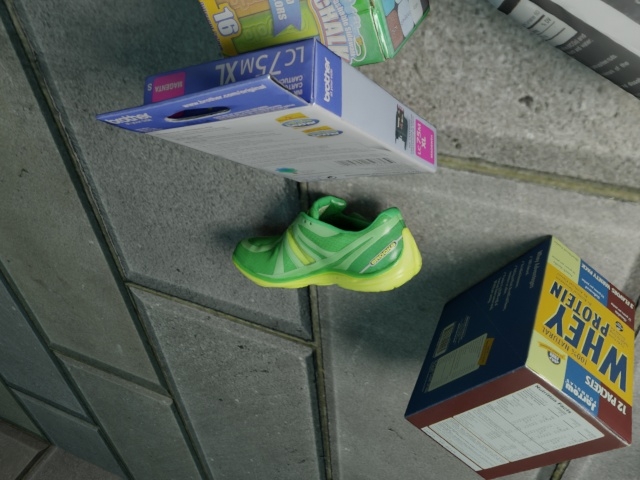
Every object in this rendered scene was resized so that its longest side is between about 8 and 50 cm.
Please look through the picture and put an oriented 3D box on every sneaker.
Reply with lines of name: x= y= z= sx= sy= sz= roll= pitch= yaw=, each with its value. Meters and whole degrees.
sneaker: x=0.000 y=0.000 z=0.752 sx=0.296 sy=0.109 sz=0.123 roll=-2 pitch=104 yaw=35

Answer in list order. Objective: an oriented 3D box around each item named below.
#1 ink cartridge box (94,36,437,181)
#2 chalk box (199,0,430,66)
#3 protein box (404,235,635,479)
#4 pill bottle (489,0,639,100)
ink cartridge box: x=-0.027 y=-0.113 z=0.527 sx=0.186 sy=0.311 sz=0.065 roll=-1 pitch=87 yaw=32
chalk box: x=0.013 y=-0.236 z=0.484 sx=0.213 sy=0.132 sz=0.132 roll=-1 pitch=128 yaw=31
protein box: x=0.236 y=0.142 z=0.647 sx=0.136 sy=0.199 sz=0.201 roll=38 pitch=138 yaw=-5
pill bottle: x=0.213 y=-0.203 z=0.367 sx=0.279 sy=0.162 sz=0.162 roll=33 pitch=138 yaw=0
